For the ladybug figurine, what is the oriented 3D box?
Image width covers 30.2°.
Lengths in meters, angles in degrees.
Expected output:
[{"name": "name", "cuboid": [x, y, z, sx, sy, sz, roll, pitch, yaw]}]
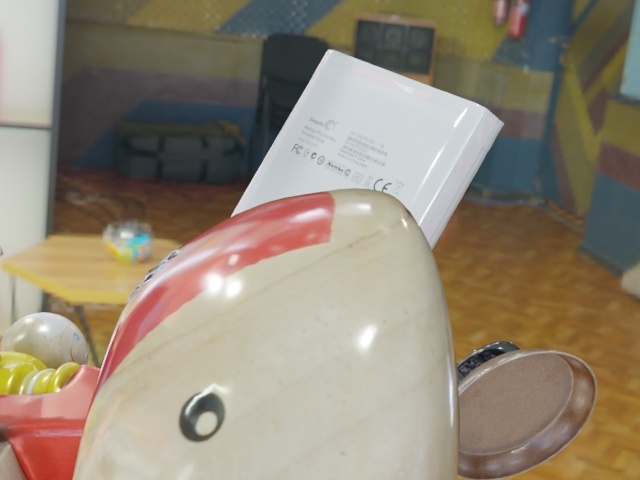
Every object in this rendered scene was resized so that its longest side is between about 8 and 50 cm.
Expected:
[{"name": "ladybug figurine", "cuboid": [-0.038, 0.115, 0.650, 0.162, 0.305, 0.449, 10, -2, -4]}]

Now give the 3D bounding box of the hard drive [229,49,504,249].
[{"name": "hard drive", "cuboid": [0.000, 0.000, 1.003, 0.040, 0.307, 0.203, 30, 0, -45]}]

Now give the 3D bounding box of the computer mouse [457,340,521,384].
[{"name": "computer mouse", "cuboid": [0.124, 0.193, 1.266, 0.071, 0.242, 0.041, 52, 16, 9]}]

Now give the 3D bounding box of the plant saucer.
[{"name": "plant saucer", "cuboid": [0.183, 0.162, 1.133, 0.168, 0.168, 0.029, 0, 36, -24]}]

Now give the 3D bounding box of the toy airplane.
[{"name": "toy airplane", "cuboid": [-0.335, 0.166, 1.110, 0.384, 0.386, 0.272, 36, 44, 8]}]
